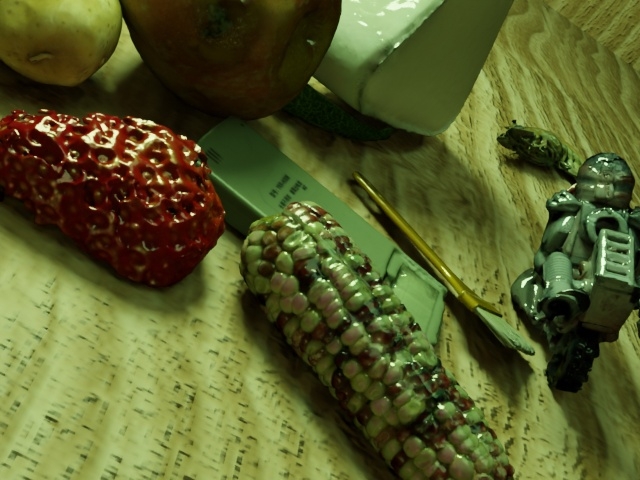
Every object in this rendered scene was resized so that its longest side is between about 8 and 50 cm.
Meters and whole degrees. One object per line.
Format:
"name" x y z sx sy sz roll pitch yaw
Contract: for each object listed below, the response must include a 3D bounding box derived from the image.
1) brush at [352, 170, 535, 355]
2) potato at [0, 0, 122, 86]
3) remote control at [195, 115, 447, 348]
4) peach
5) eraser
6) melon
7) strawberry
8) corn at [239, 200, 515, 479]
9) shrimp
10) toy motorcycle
"brush" 0.119 0.017 0.866 0.272 0.013 0.103 49 11 26
"potato" -0.232 -0.205 0.712 0.118 0.109 0.178 -4 40 -16
"remote control" 0.000 0.000 0.764 0.285 0.038 0.123 38 30 -6
"peach" -0.088 -0.217 0.782 0.214 0.214 0.235 35 19 -6
"eraser" 0.093 -0.260 0.984 0.150 0.331 0.331 40 28 19
"melon" -0.018 -0.173 0.992 0.261 0.053 0.114 27 13 -27
"strawberry" -0.152 -0.043 0.606 0.188 0.082 0.121 26 34 -27
"corn" 0.038 0.086 0.632 0.280 0.092 0.092 51 31 16
"shrimp" 0.384 -0.120 1.342 0.296 0.058 0.169 1 48 -52
"toy motorcycle" 0.277 0.044 0.839 0.134 0.207 0.401 17 31 4
